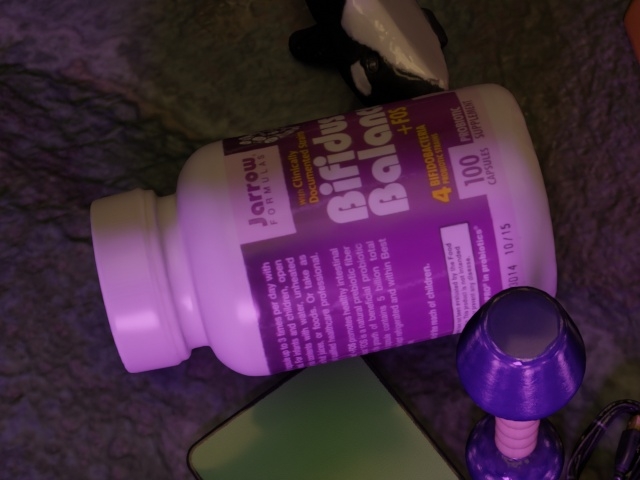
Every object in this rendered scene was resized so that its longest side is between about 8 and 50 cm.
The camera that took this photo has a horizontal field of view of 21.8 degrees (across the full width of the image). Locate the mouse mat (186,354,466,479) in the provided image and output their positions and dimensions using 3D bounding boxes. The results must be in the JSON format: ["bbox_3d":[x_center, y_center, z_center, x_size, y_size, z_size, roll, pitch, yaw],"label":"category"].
[{"bbox_3d":[0.015,0.179,1.171,0.152,0.007,0.190,-35,70,-10],"label":"mouse mat"}]

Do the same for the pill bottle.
[{"bbox_3d":[0.000,0.000,1.159,0.301,0.169,0.169,-13,67,-2],"label":"pill bottle"}]

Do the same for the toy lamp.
[{"bbox_3d":[0.123,0.099,1.050,0.080,0.275,0.080,-1,66,3],"label":"toy lamp"}]

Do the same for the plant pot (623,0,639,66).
[{"bbox_3d":[0.355,-0.149,1.186,0.212,0.187,0.212,-14,67,-1],"label":"plant pot"}]

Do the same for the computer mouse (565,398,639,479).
[{"bbox_3d":[0.188,0.218,1.123,0.071,0.041,0.242,10,68,9],"label":"computer mouse"}]

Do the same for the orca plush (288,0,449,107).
[{"bbox_3d":[-0.003,-0.189,1.279,0.102,0.151,0.287,-40,70,21],"label":"orca plush"}]
